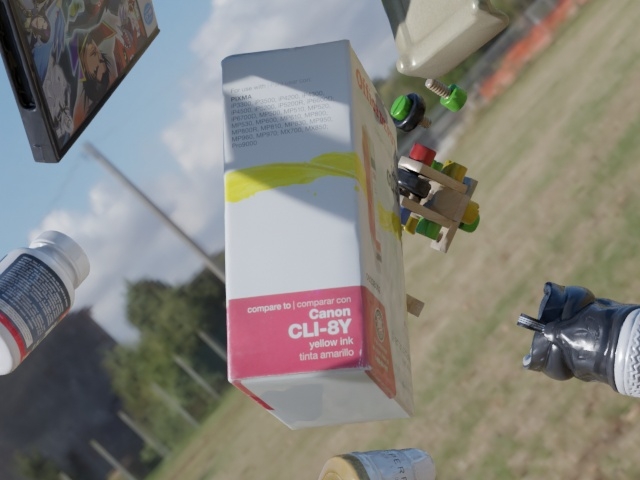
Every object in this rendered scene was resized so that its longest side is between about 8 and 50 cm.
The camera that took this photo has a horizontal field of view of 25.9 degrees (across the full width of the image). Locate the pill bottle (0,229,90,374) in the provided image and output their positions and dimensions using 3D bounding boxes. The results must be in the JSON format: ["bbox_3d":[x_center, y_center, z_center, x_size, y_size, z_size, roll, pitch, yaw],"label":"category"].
[{"bbox_3d":[-0.371,0.072,1.736,0.180,0.108,0.108,-51,4,-40],"label":"pill bottle"}]

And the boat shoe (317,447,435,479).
[{"bbox_3d":[0.036,0.262,1.216,0.096,0.098,0.277,-12,-27,-24],"label":"boat shoe"}]

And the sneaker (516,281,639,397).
[{"bbox_3d":[0.285,0.097,1.325,0.268,0.153,0.101,19,-94,-58],"label":"sneaker"}]

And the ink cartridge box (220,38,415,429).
[{"bbox_3d":[0.000,0.000,1.607,0.160,0.384,0.279,-7,-19,13],"label":"ink cartridge box"}]

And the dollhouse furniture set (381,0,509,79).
[{"bbox_3d":[0.184,-0.301,1.338,0.151,0.197,0.301,-7,-15,-32],"label":"dollhouse furniture set"}]

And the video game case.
[{"bbox_3d":[-0.253,-0.257,1.424,0.275,0.035,0.248,-65,-28,-49],"label":"video game case"}]

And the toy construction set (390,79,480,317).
[{"bbox_3d":[0.151,-0.028,2.051,0.257,0.237,0.309,-22,46,53],"label":"toy construction set"}]
